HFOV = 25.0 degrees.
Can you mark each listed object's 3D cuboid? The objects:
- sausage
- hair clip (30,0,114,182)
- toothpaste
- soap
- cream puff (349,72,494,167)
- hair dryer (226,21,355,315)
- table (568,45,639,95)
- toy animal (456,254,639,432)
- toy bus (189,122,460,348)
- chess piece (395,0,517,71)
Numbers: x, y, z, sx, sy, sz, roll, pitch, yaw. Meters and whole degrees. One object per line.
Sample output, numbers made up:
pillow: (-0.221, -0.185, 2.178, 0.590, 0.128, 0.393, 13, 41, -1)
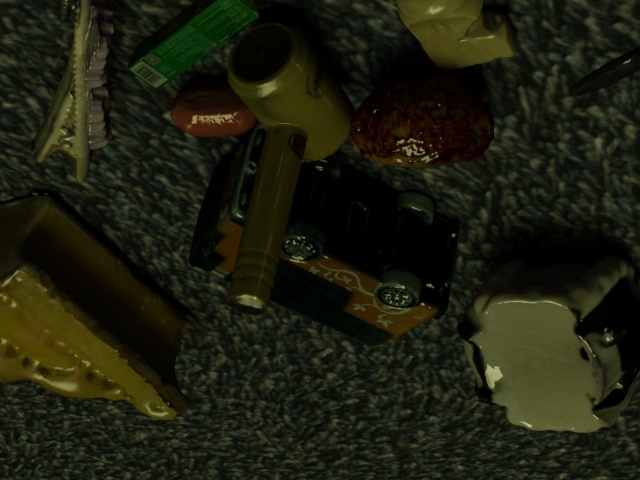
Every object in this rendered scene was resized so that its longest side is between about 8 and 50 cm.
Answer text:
sausage: (-0.112, -0.139, 1.516, 0.094, 0.059, 0.054, 1, 166, 14)
hair clip: (-0.247, -0.172, 1.477, 0.084, 0.106, 0.292, 6, 143, -12)
toothpaste: (-0.125, -0.208, 1.446, 0.043, 0.037, 0.178, 37, 139, -25)
soap: (-0.370, 0.120, 1.873, 0.304, 0.169, 0.339, -13, 136, 33)
cream puff: (0.098, -0.122, 1.421, 0.149, 0.149, 0.084, 3, 104, 15)
hair dryer: (-0.047, -0.065, 1.392, 0.090, 0.279, 0.135, 0, 153, 25)
table: (0.323, -0.260, 1.086, 0.317, 0.317, 0.249, 32, 154, -25)
toy animal: (0.269, 0.103, 1.653, 0.204, 0.156, 0.208, -2, 126, 26)
toy bus: (0.000, 0.000, 1.612, 0.275, 0.139, 0.167, 26, 145, -22)
chess piece: (0.112, -0.222, 1.324, 0.090, 0.090, 0.200, -6, 152, 25)
